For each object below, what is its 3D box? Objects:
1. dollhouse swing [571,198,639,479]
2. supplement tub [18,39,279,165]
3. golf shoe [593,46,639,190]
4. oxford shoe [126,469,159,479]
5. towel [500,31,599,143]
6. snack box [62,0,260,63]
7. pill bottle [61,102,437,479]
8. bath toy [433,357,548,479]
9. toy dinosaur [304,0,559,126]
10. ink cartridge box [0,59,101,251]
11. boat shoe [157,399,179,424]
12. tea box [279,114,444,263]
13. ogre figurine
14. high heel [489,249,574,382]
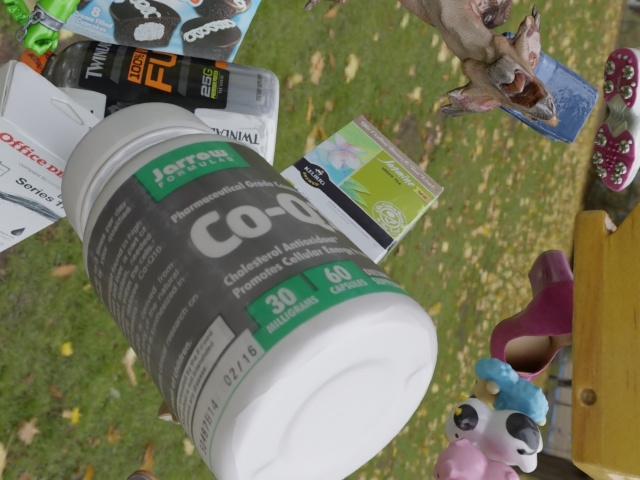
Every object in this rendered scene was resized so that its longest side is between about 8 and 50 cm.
[{"bbox_3d":[0.447,0.123,0.647,0.304,0.346,0.316,10,80,-45],"label":"dollhouse swing"},{"bbox_3d":[-0.235,-0.158,1.042,0.207,0.337,0.207,-173,-90,-80],"label":"supplement tub"},{"bbox_3d":[0.630,-0.240,1.494,0.115,0.140,0.306,-128,-154,-49],"label":"golf shoe"},{"bbox_3d":[-0.272,0.463,1.328,0.076,0.076,0.212,-90,155,-55],"label":"oxford shoe"},{"bbox_3d":[0.210,-0.148,0.736,0.067,0.119,0.029,-60,-164,10],"label":"towel"},{"bbox_3d":[-0.263,-0.378,1.143,0.187,0.321,0.060,-57,-147,32],"label":"snack box"},{"bbox_3d":[-0.084,0.033,0.668,0.204,0.361,0.204,-25,138,-25],"label":"pill bottle"},{"bbox_3d":[0.239,0.339,1.141,0.348,0.151,0.129,-56,129,-46],"label":"bath toy"},{"bbox_3d":[0.127,-0.213,0.619,0.127,0.200,0.296,-35,-157,54],"label":"toy dinosaur"},{"bbox_3d":[-0.350,-0.081,0.825,0.153,0.208,0.087,38,35,-46],"label":"ink cartridge box"},{"bbox_3d":[-0.248,0.333,1.504,0.285,0.092,0.103,-30,-145,60],"label":"boat shoe"},{"bbox_3d":[0.000,0.000,1.372,0.323,0.220,0.329,-44,174,-45],"label":"tea box"},{"bbox_3d":[-0.256,-0.284,0.787,0.097,0.118,0.197,45,28,-13],"label":"ogre figurine"},{"bbox_3d":[0.396,0.206,1.384,0.181,0.127,0.377,-91,180,-46],"label":"high heel"}]
